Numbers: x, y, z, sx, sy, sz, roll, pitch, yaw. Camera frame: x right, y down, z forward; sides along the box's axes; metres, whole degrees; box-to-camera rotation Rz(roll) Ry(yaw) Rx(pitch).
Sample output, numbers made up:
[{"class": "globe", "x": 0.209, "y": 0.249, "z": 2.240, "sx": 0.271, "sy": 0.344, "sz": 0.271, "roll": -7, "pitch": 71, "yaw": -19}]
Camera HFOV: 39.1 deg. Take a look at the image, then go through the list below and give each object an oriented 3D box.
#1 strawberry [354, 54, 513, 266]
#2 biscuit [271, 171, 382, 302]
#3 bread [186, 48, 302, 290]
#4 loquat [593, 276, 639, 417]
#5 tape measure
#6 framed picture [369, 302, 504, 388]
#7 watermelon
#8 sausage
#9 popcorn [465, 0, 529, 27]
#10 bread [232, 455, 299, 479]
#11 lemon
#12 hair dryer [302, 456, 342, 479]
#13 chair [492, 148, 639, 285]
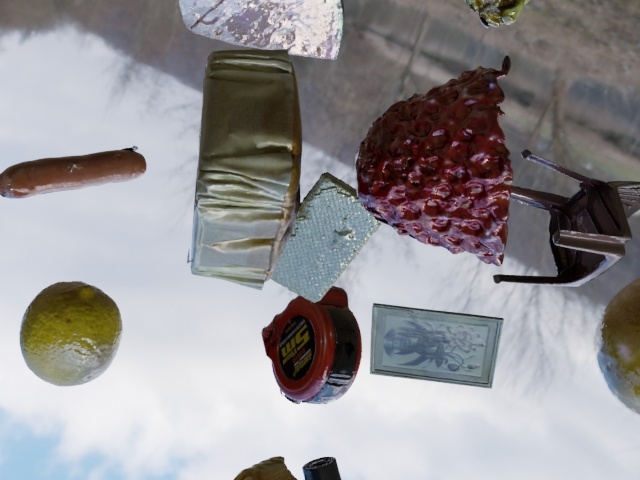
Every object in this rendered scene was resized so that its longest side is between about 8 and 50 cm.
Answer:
[{"class": "strawberry", "x": 0.127, "y": -0.084, "z": 1.013, "sx": 0.177, "sy": 0.234, "sz": 0.234, "roll": -4, "pitch": -167, "yaw": 4}, {"class": "biscuit", "x": 0.000, "y": 0.000, "z": 1.395, "sx": 0.121, "sy": 0.199, "sz": 0.041, "roll": 30, "pitch": -155, "yaw": -16}, {"class": "bread", "x": -0.078, "y": -0.075, "z": 0.951, "sx": 0.109, "sy": 0.192, "sz": 0.210, "roll": 6, "pitch": -127, "yaw": -9}, {"class": "loquat", "x": 0.708, "y": 0.205, "z": 1.750, "sx": 0.328, "sy": 0.328, "sz": 0.359, "roll": 29, "pitch": 157, "yaw": 11}, {"class": "tape measure", "x": -0.016, "y": 0.240, "z": 2.004, "sx": 0.114, "sy": 0.253, "sz": 0.260, "roll": 10, "pitch": -132, "yaw": -35}, {"class": "framed picture", "x": 0.204, "y": 0.190, "z": 1.619, "sx": 0.231, "sy": 0.173, "sz": 0.010, "roll": 5, "pitch": -143, "yaw": 8}, {"class": "watermelon", "x": -0.123, "y": -0.493, "z": 1.615, "sx": 0.319, "sy": 0.292, "sz": 0.222, "roll": -2, "pitch": -149, "yaw": -13}, {"class": "sausage", "x": -0.603, "y": -0.168, "z": 2.217, "sx": 0.094, "sy": 0.094, "sz": 0.419, "roll": 45, "pitch": -145, "yaw": 24}, {"class": "popcorn", "x": 0.312, "y": -0.482, "z": 1.630, "sx": 0.168, "sy": 0.173, "sz": 0.195, "roll": 47, "pitch": -152, "yaw": -10}, {"class": "bread", "x": -0.094, "y": 0.459, "z": 1.638, "sx": 0.119, "sy": 0.084, "sz": 0.177, "roll": 58, "pitch": -159, "yaw": 19}, {"class": "lemon", "x": -0.607, "y": 0.226, "z": 2.199, "sx": 0.267, "sy": 0.267, "sz": 0.267, "roll": 25, "pitch": -167, "yaw": -6}, {"class": "hair dryer", "x": -0.055, "y": 0.510, "z": 1.798, "sx": 0.219, "sy": 0.124, "sz": 0.071, "roll": -12, "pitch": 180, "yaw": 19}, {"class": "chair", "x": 0.448, "y": -0.021, "z": 1.479, "sx": 0.326, "sy": 0.175, "sz": 0.183, "roll": 8, "pitch": -121, "yaw": -23}]
